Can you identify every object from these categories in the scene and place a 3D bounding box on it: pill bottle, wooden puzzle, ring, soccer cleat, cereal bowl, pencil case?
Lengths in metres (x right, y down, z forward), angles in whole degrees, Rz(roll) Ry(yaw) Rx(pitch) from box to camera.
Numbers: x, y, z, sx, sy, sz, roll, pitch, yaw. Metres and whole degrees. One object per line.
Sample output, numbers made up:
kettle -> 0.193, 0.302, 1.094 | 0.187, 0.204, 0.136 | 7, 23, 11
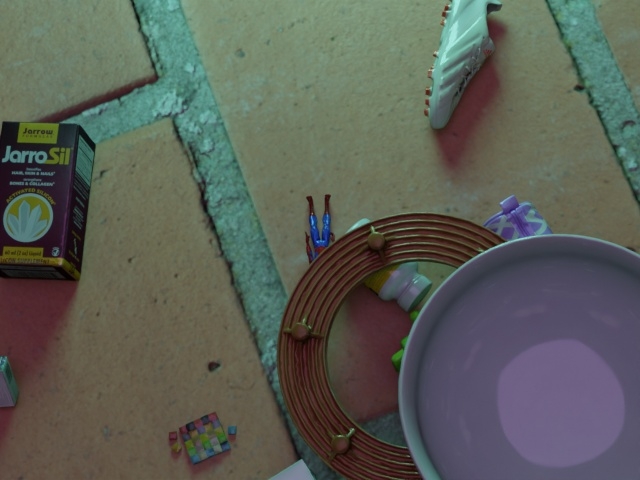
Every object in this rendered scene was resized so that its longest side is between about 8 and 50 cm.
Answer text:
pill bottle -> 0.078, 0.032, 1.593 | 0.116, 0.065, 0.065 | 41, 82, 15
wooden puzzle -> -0.141, 0.240, 1.587 | 0.083, 0.006, 0.049 | -24, 74, -2
ring -> 0.114, 0.129, 1.510 | 0.336, 0.032, 0.337 | -2, 78, 9
soccer cleat -> 0.180, -0.230, 1.658 | 0.076, 0.068, 0.196 | 12, 73, 6
cereal bowl -> 0.255, 0.171, 1.389 | 0.339, 0.141, 0.339 | -2, 77, 10
pencil case -> 0.270, 0.050, 1.559 | 0.086, 0.088, 0.206 | -33, 73, -5

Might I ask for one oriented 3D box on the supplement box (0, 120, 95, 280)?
supplement box -> -0.352, -0.049, 1.648 | 0.104, 0.081, 0.188 | 2, 75, 6

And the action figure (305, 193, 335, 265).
action figure -> 0.000, 0.000, 1.630 | 0.038, 0.030, 0.115 | -4, 76, -1

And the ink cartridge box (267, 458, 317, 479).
ink cartridge box -> -0.046, 0.310, 1.509 | 0.180, 0.104, 0.060 | -31, 73, -4

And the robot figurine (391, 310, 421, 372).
robot figurine -> 0.142, 0.129, 1.559 | 0.115, 0.067, 0.101 | -30, 61, -3

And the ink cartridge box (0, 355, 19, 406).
ink cartridge box -> -0.434, 0.176, 1.602 | 0.115, 0.063, 0.029 | -4, 38, 5
